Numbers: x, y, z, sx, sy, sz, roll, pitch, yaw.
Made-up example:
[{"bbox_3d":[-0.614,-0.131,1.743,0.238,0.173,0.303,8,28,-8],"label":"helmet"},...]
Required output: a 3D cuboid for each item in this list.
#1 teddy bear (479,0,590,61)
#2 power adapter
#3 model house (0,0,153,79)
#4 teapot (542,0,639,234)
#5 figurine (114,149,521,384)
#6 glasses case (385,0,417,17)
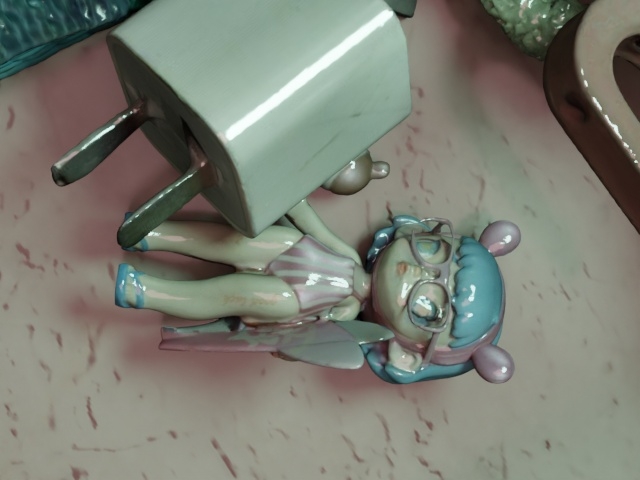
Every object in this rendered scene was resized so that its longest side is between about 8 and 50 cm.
[{"bbox_3d":[0.111,-0.222,1.044,0.111,0.133,0.213,-3,131,23],"label":"teddy bear"},{"bbox_3d":[-0.063,-0.079,1.015,0.205,0.125,0.130,-38,64,-14],"label":"power adapter"},{"bbox_3d":[-0.200,-0.233,0.968,0.226,0.241,0.261,-26,97,0],"label":"model house"},{"bbox_3d":[0.326,-0.099,0.997,0.376,0.305,0.362,-33,89,-23],"label":"teapot"},{"bbox_3d":[-0.002,0.012,1.089,0.260,0.103,0.205,6,59,-4],"label":"figurine"},{"bbox_3d":[0.048,-0.245,1.089,0.072,0.042,0.191,11,94,-14],"label":"glasses case"}]
